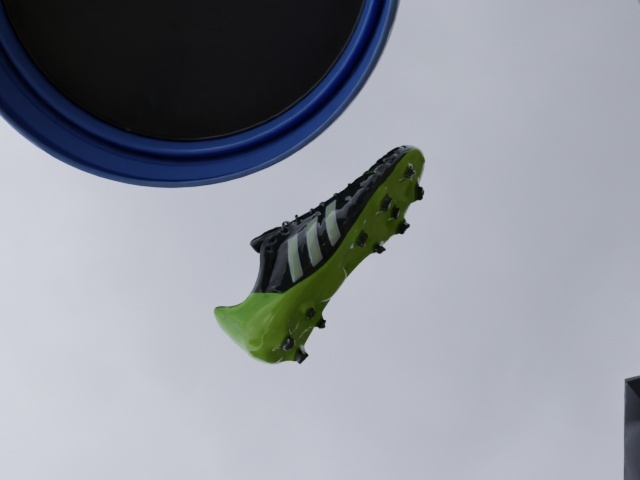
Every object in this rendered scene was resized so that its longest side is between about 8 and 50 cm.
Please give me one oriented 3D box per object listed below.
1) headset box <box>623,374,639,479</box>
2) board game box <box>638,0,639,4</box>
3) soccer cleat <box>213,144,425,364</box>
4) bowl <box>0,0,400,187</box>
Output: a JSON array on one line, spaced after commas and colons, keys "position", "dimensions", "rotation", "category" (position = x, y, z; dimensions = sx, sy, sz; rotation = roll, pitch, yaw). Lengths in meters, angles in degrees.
[{"position": [0.301, 0.141, 0.747], "dimensions": [0.283, 0.246, 0.131], "rotation": [39, -134, -39], "category": "headset box"}, {"position": [0.178, -0.141, 0.743], "dimensions": [0.056, 0.347, 0.208], "rotation": [-26, -22, 3], "category": "board game box"}, {"position": [0.000, 0.000, 1.088], "dimensions": [0.179, 0.072, 0.060], "rotation": [-51, -29, -13], "category": "soccer cleat"}, {"position": [-0.122, -0.239, 1.350], "dimensions": [0.077, 0.391, 0.391], "rotation": [-51, -31, -75], "category": "bowl"}]
